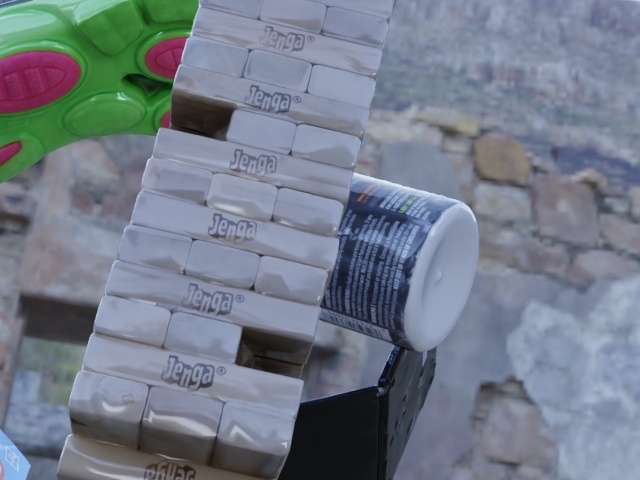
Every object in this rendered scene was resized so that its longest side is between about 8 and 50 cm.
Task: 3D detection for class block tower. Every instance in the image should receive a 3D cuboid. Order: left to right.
[{"bbox_3d":[-0.029,-0.035,0.609,0.097,0.335,0.091,13,-28,-3],"label":"block tower"}]

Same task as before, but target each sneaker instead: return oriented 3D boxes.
[{"bbox_3d":[-0.183,-0.161,1.006,0.483,0.202,0.185,-13,-48,-15],"label":"sneaker"}]

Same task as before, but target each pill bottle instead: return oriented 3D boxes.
[{"bbox_3d":[0.000,0.000,1.113,0.246,0.130,0.130,17,-11,28],"label":"pill bottle"}]

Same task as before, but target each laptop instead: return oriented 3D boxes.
[{"bbox_3d":[0.014,0.154,1.279,0.137,0.264,0.234,17,-35,14],"label":"laptop"}]

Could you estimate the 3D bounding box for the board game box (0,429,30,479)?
[{"bbox_3d":[-0.356,0.271,0.850,0.308,0.302,0.086,-35,-73,10],"label":"board game box"}]
